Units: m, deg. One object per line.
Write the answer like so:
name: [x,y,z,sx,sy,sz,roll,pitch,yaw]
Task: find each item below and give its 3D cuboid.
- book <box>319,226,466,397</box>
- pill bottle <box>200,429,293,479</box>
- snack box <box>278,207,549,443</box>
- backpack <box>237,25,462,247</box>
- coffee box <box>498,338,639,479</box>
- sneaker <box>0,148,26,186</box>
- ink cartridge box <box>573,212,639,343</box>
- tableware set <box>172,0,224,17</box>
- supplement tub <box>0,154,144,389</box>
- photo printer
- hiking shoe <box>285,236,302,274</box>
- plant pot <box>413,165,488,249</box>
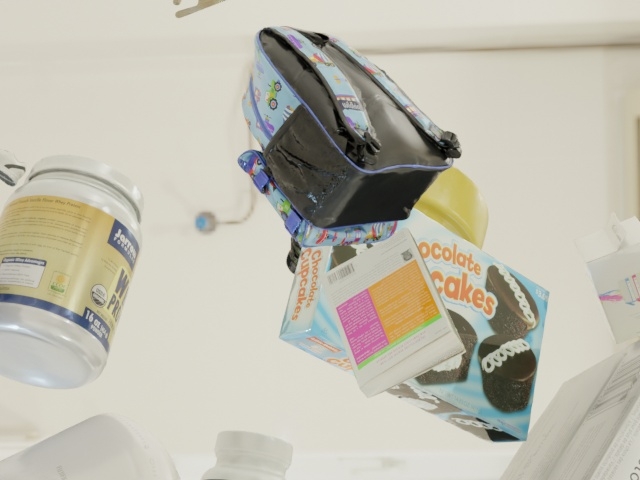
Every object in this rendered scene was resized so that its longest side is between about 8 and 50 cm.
book: [0.059,0.062,1.011,0.035,0.096,0.144,53,12,-41]
pill bottle: [-0.131,0.465,1.867,0.162,0.162,0.278,78,19,-67]
snack box: [0.113,0.079,1.234,0.060,0.322,0.187,-18,-129,50]
backpack: [0.004,-0.093,0.939,0.158,0.117,0.173,-9,54,-52]
coffee box: [0.397,0.343,1.285,0.337,0.334,0.338,-50,177,-25]
sneaker: [-0.526,-0.134,1.846,0.044,0.109,0.040,-51,177,-29]
ink cartridge box: [0.396,0.043,1.483,0.092,0.090,0.143,-87,154,-71]
tableware set: [-0.132,-0.390,1.529,0.039,0.194,0.128,-157,-136,-77]
supplement tub: [-0.407,0.047,1.766,0.228,0.228,0.316,82,17,-56]
photo printer: [-0.340,0.361,1.517,0.256,0.307,0.107,39,-30,57]
hiking shoe: [0.000,0.000,1.393,0.227,0.114,0.086,43,10,-47]
plant pot: [0.092,0.034,1.611,0.254,0.254,0.239,82,23,-55]
